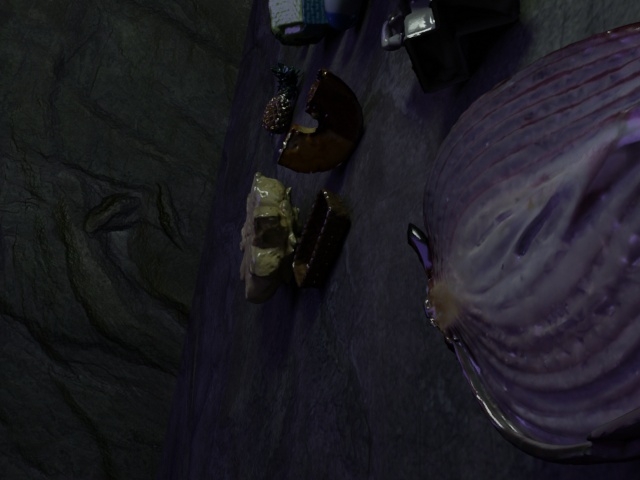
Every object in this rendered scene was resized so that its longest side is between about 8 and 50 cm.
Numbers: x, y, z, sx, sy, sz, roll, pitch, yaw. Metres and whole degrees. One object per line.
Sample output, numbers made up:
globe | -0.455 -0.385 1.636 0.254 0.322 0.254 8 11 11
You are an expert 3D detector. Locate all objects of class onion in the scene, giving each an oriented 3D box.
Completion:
onion | 0.215 -0.017 0.347 0.348 0.159 0.267 128 137 -53

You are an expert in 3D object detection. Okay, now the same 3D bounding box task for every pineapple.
pineapple | -0.122 -0.409 1.639 0.083 0.103 0.221 -133 58 -68

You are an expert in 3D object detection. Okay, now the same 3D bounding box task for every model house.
model house | -0.002 -0.603 1.386 0.189 0.195 0.214 7 99 47

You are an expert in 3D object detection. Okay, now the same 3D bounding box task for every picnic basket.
picnic basket | 0.000 0.000 1.096 0.110 0.055 0.193 -111 39 -57

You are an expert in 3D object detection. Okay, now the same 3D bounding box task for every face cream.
face cream | 0.062 -0.599 1.220 0.083 0.149 0.264 14 104 27

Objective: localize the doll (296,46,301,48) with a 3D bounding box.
doll | -0.051 -0.635 1.664 0.099 0.058 0.143 131 152 -55

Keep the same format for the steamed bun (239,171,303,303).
steamed bun | -0.104 -0.002 1.256 0.295 0.137 0.292 130 145 -64

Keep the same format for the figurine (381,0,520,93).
figurine | 0.162 -0.371 0.759 0.308 0.143 0.308 -22 60 45

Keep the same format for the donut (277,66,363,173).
donut | 0.006 -0.231 1.117 0.217 0.141 0.085 -54 19 32
